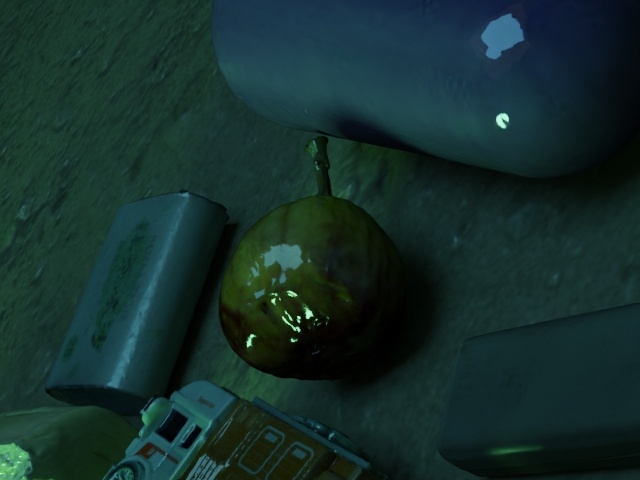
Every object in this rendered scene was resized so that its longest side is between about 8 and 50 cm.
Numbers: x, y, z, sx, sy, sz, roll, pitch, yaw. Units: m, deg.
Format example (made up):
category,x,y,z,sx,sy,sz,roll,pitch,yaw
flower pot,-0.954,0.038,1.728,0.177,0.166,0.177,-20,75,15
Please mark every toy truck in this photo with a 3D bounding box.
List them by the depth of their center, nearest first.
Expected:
category,x,y,z,sx,sy,sz,roll,pitch,yaw
toy truck,-0.045,0.210,1.142,0.162,0.136,0.305,-56,32,-9

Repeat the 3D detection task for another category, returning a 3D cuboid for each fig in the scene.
category,x,y,z,sx,sy,sz,roll,pitch,yaw
fig,-0.007,0.002,1.221,0.160,0.143,0.230,-12,73,26

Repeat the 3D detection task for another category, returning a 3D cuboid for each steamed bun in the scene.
category,x,y,z,sx,sy,sz,roll,pitch,yaw
steamed bun,-0.282,0.255,1.418,0.225,0.200,0.170,-14,92,49

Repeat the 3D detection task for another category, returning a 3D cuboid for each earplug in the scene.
category,x,y,z,sx,sy,sz,roll,pitch,yaw
earplug,0.098,-0.162,1.208,0.456,0.215,0.215,25,85,57

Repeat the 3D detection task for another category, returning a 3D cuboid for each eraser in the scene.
category,x,y,z,sx,sy,sz,roll,pitch,yaw
eraser,-0.195,0.068,1.548,0.174,0.081,0.227,-11,54,52

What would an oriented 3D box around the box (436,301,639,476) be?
category,x,y,z,sx,sy,sz,roll,pitch,yaw
box,0.183,0.100,0.974,0.244,0.055,0.103,-16,50,49
